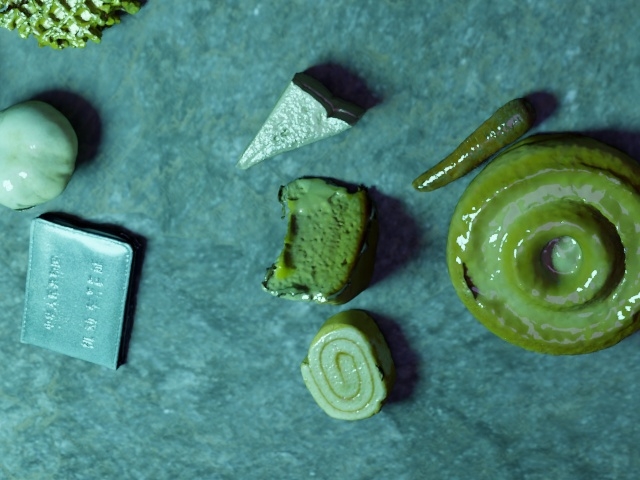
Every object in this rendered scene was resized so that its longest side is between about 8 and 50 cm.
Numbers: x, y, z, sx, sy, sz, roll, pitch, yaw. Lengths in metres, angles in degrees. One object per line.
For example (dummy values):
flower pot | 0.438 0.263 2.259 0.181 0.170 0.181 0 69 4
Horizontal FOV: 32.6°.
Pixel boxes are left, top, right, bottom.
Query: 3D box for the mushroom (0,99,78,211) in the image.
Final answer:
mushroom | -0.396 -0.115 1.503 0.154 0.122 0.154 -9 72 29

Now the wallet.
wallet | -0.355 0.074 1.601 0.167 0.036 0.222 16 112 6

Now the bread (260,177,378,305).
bread | 0.000 0.000 1.447 0.140 0.169 0.160 9 96 11

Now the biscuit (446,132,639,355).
biscuit | 0.308 0.013 1.401 0.296 0.102 0.296 3 109 9

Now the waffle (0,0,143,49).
waffle | -0.346 -0.343 1.429 0.197 0.070 0.193 -12 107 16

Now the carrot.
carrot | 0.197 -0.116 1.411 0.191 0.047 0.047 -38 98 27

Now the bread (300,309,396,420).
bread | 0.037 0.180 1.533 0.122 0.073 0.149 -19 104 20

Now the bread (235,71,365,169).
bread | -0.028 -0.134 1.432 0.105 0.077 0.152 35 114 -1
